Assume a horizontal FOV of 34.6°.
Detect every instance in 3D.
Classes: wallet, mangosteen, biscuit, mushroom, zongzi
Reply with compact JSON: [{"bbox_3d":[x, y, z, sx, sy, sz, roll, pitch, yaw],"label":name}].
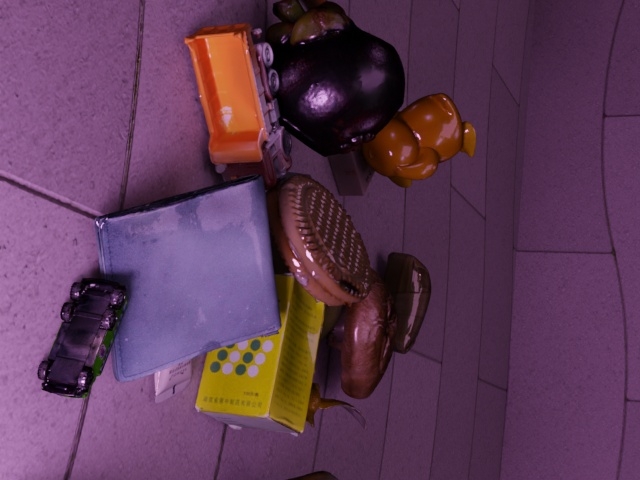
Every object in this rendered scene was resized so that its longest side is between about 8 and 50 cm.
[{"bbox_3d":[-0.179,0.052,1.476,0.290,0.054,0.251,-20,112,-39],"label":"wallet"},{"bbox_3d":[0.002,-0.287,1.798,0.233,0.287,0.287,-52,155,7],"label":"mangosteen"},{"bbox_3d":[0.000,0.000,1.719,0.259,0.079,0.259,48,24,-30],"label":"biscuit"},{"bbox_3d":[0.084,0.185,2.097,0.278,0.146,0.278,4,90,-88],"label":"mushroom"},{"bbox_3d":[0.203,0.165,2.443,0.256,0.115,0.228,49,50,-71],"label":"zongzi"}]

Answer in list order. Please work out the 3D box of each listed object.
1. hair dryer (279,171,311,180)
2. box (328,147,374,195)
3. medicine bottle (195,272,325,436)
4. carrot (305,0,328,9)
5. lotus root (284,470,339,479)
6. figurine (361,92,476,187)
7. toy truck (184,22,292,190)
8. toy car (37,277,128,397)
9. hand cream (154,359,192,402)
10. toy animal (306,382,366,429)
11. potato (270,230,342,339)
[{"bbox_3d":[-0.049,-0.087,1.918,0.124,0.063,0.037,88,12,-65],"label":"hair dryer"},{"bbox_3d":[0.081,-0.208,2.184,0.201,0.058,0.141,-66,148,-42],"label":"box"},{"bbox_3d":[-0.096,0.184,1.701,0.141,0.137,0.250,40,55,-55],"label":"medicine bottle"},{"bbox_3d":[-0.031,-0.476,1.954,0.190,0.037,0.037,32,62,-59],"label":"carrot"},{"bbox_3d":[-0.094,0.529,1.694,0.260,0.149,0.267,-11,117,-34],"label":"lotus root"},{"bbox_3d":[0.196,-0.213,2.141,0.228,0.215,0.215,-39,143,-4],"label":"figurine"},{"bbox_3d":[-0.125,-0.214,1.649,0.135,0.114,0.270,-58,141,-55],"label":"toy truck"},{"bbox_3d":[-0.302,0.128,1.322,0.062,0.071,0.165,78,24,-57],"label":"toy car"},{"bbox_3d":[-0.221,0.100,1.526,0.095,0.059,0.276,-21,115,-61],"label":"hand cream"},{"bbox_3d":[-0.031,0.301,1.938,0.219,0.155,0.095,43,70,-7],"label":"toy animal"},{"bbox_3d":[-0.011,0.091,1.934,0.255,0.112,0.269,44,53,-60],"label":"potato"}]
